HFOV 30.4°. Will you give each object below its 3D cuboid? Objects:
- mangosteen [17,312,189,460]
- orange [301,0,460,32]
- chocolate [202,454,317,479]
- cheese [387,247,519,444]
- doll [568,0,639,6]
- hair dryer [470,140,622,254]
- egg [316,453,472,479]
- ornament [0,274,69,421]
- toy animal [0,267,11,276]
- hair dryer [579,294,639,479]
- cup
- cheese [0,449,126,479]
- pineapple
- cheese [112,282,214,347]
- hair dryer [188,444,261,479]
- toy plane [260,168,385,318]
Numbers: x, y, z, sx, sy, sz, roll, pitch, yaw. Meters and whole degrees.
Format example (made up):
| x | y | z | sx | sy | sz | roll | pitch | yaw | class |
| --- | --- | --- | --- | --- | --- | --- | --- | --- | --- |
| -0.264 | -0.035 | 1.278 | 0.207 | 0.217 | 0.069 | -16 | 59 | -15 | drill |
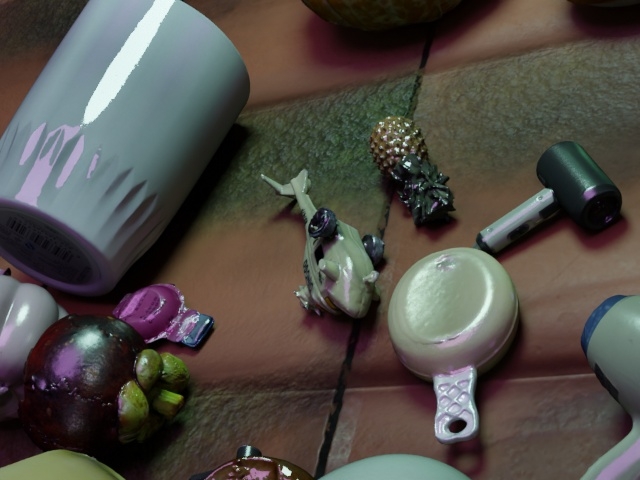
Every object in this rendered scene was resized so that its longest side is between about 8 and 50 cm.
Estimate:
| x | y | z | sx | sy | sz | roll | pitch | yaw | class |
| --- | --- | --- | --- | --- | --- | --- | --- | --- | --- |
| -0.238 | 0.164 | 1.293 | 0.180 | 0.166 | 0.166 | 7 | 49 | 7 | mangosteen |
| 0.096 | -0.443 | 1.623 | 0.329 | 0.249 | 0.329 | -12 | 48 | 14 | orange |
| -0.050 | 0.262 | 1.084 | 0.133 | 0.124 | 0.127 | 14 | 23 | 16 | chocolate |
| 0.132 | 0.106 | 1.171 | 0.137 | 0.064 | 0.227 | -17 | 43 | 20 | cheese |
| 0.374 | -0.403 | 1.448 | 0.213 | 0.213 | 0.236 | -8 | 31 | 27 | doll |
| 0.219 | -0.018 | 1.262 | 0.198 | 0.057 | 0.100 | -35 | 38 | 10 | hair dryer |
| 0.015 | 0.333 | 0.881 | 0.230 | 0.230 | 0.371 | 13 | 62 | 41 | egg |
| -0.382 | 0.134 | 1.394 | 0.177 | 0.177 | 0.177 | -18 | 41 | 17 | ornament |
| -0.462 | 0.088 | 1.575 | 0.124 | 0.071 | 0.085 | -10 | 62 | 13 | toy animal |
| 0.318 | 0.202 | 0.944 | 0.296 | 0.119 | 0.298 | 12 | 72 | 36 | hair dryer |
| -0.275 | -0.131 | 1.538 | 0.253 | 0.253 | 0.371 | 4 | 53 | 36 | cup |
| -0.233 | 0.316 | 1.082 | 0.259 | 0.128 | 0.316 | -16 | 37 | -41 | cheese |
| 0.109 | -0.079 | 1.380 | 0.074 | 0.074 | 0.159 | -29 | 47 | 4 | pineapple |
| -0.191 | 0.092 | 1.418 | 0.145 | 0.038 | 0.095 | 15 | 60 | 35 | cheese |
| -0.101 | 0.242 | 1.213 | 0.083 | 0.026 | 0.047 | -15 | 41 | 25 | hair dryer |
| 0.000 | 0.000 | 1.360 | 0.108 | 0.092 | 0.286 | -48 | 36 | 21 | toy plane |
